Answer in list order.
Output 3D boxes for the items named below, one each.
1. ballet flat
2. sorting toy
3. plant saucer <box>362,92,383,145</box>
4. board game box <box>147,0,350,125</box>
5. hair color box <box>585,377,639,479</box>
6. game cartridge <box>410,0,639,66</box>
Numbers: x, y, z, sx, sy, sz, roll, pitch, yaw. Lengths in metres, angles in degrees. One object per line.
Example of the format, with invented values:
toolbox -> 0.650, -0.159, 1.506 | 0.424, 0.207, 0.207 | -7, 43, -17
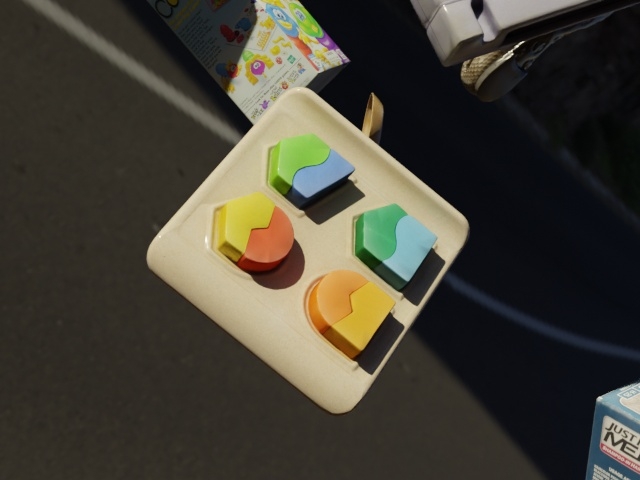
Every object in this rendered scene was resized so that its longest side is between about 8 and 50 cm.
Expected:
ballet flat -> 0.256, -0.249, 1.406 | 0.058, 0.250, 0.084 | 54, 6, 34
sorting toy -> 0.000, 0.000, 0.972 | 0.193, 0.038, 0.208 | 39, 58, -3
plant saucer -> 0.055, -0.116, 1.371 | 0.015, 0.083, 0.083 | 9, 30, -4
board game box -> -0.111, -0.326, 1.973 | 0.275, 0.144, 0.142 | 50, 26, 2
hair color box -> 0.348, 0.296, 1.270 | 0.174, 0.347, 0.105 | -17, 32, -35
game cartridge -> 0.213, -0.299, 1.080 | 0.230, 0.355, 0.068 | 64, -18, 18
